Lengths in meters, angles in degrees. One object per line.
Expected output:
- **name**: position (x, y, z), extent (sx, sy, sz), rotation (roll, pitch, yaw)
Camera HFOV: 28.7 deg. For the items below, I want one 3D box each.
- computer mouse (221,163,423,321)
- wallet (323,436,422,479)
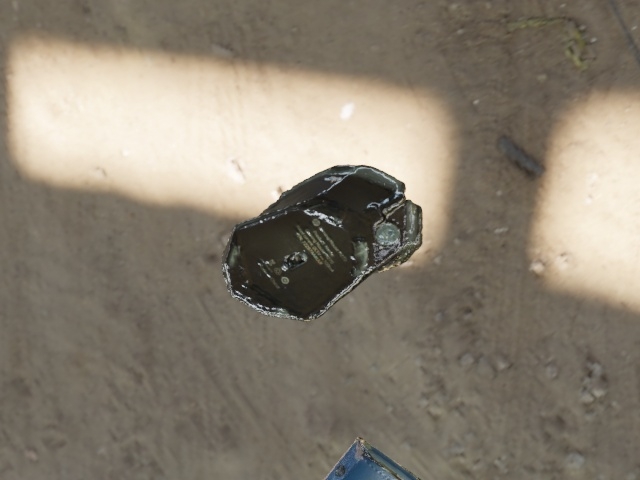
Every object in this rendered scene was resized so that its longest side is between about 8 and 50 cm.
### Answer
- **computer mouse**: position (0.000, 0.000, 1.050), extent (0.192, 0.062, 0.105), rotation (-28, 105, 25)
- **wallet**: position (0.021, 0.296, 1.165), extent (0.141, 0.059, 0.202), rotation (38, 94, -23)
